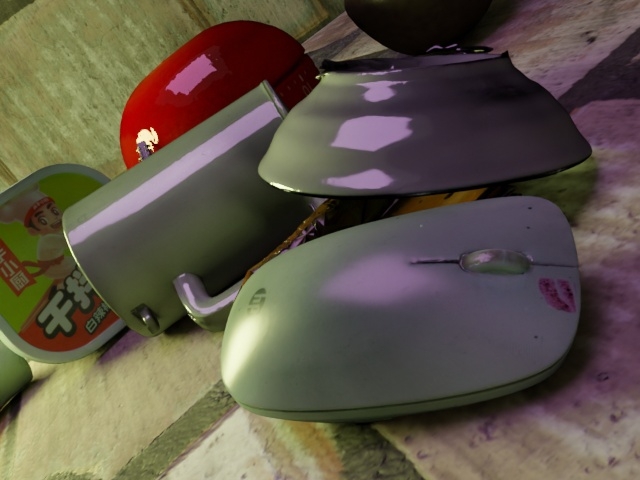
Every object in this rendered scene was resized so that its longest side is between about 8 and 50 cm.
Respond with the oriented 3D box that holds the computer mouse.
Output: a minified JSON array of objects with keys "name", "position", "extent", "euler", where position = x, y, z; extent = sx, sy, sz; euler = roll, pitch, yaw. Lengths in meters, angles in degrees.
[{"name":"computer mouse","position":[0.038,0.046,0.516],"extent":[0.288,0.097,0.159],"euler":[-20,43,34]}]

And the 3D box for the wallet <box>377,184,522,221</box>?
[{"name":"wallet","position":[0.085,0.007,0.673],"extent":[0.195,0.042,0.161],"euler":[-44,17,-17]}]

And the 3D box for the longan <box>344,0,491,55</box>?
[{"name":"longan","position":[0.186,-0.484,1.276],"extent":[0.288,0.288,0.350],"euler":[-24,14,30]}]

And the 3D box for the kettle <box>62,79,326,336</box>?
[{"name":"kettle","position":[-0.140,-0.032,0.895],"extent":[0.318,0.205,0.265],"euler":[-32,17,2]}]

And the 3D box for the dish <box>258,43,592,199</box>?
[{"name":"dish","position":[0.091,-0.125,0.664],"extent":[0.316,0.106,0.316],"euler":[-4,18,1]}]

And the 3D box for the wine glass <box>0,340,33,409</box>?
[{"name":"wine glass","position":[-0.544,0.255,1.044],"extent":[0.103,0.103,0.231],"euler":[-18,24,40]}]

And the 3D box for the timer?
[{"name":"timer","position":[-0.172,-0.213,1.241],"extent":[0.378,0.279,0.378],"euler":[-34,19,13]}]

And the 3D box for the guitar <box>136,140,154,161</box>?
[{"name":"guitar","position":[-0.235,-0.047,1.066],"extent":[0.088,0.233,0.025],"euler":[-23,-12,0]}]

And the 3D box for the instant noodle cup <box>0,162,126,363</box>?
[{"name":"instant noodle cup","position":[-0.439,0.050,1.139],"extent":[0.294,0.294,0.308],"euler":[-47,15,-27]}]

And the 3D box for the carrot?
[{"name":"carrot","position":[0.001,0.001,0.752],"extent":[0.229,0.069,0.069],"euler":[-46,21,-5]}]
